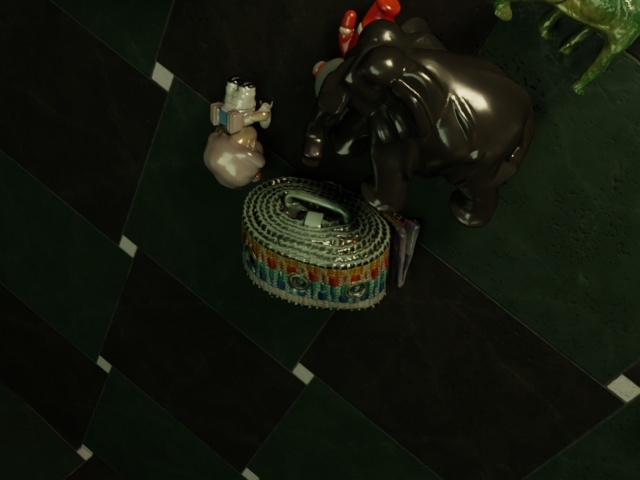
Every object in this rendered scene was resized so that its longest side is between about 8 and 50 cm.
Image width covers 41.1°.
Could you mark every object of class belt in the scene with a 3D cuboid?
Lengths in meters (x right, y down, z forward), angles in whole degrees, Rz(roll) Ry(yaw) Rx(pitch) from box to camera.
[{"bbox_3d":[0.000,0.000,1.476,0.295,0.207,0.161,23,135,19],"label":"belt"}]

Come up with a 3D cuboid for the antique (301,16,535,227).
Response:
[{"bbox_3d":[0.148,-0.173,1.232,0.322,0.185,0.255,12,144,-7],"label":"antique"}]

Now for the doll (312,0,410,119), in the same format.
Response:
[{"bbox_3d":[0.063,-0.264,1.327,0.142,0.076,0.245,43,133,3],"label":"doll"}]

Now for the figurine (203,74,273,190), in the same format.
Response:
[{"bbox_3d":[-0.151,-0.179,1.530,0.137,0.112,0.229,25,124,26],"label":"figurine"}]

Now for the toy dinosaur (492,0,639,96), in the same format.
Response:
[{"bbox_3d":[0.378,-0.326,1.036,0.447,0.087,0.301,42,138,-7],"label":"toy dinosaur"}]
